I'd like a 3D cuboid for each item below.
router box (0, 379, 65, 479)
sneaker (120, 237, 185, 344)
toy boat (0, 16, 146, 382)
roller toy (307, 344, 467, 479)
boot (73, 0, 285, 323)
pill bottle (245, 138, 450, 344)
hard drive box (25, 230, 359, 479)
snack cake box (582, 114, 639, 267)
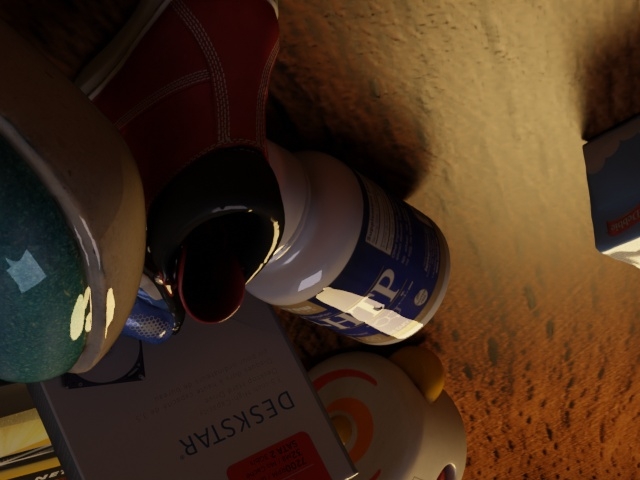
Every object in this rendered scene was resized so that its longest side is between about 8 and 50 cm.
[{"bbox_3d":[-0.283,0.145,0.856,0.308,0.081,0.243,-10,150,-36],"label":"router box"},{"bbox_3d":[-0.252,0.029,0.637,0.329,0.147,0.130,11,-175,-4],"label":"sneaker"},{"bbox_3d":[-0.196,-0.075,0.415,0.267,0.148,0.318,34,142,17],"label":"toy boat"},{"bbox_3d":[0.054,0.225,1.097,0.209,0.191,0.146,-17,151,30],"label":"roller toy"},{"bbox_3d":[-0.091,-0.023,0.562,0.088,0.176,0.244,5,157,-26],"label":"boot"},{"bbox_3d":[0.000,0.000,0.697,0.112,0.112,0.186,-19,150,33],"label":"pill bottle"},{"bbox_3d":[-0.110,0.115,0.733,0.181,0.232,0.089,-22,165,-25],"label":"hard drive box"},{"bbox_3d":[0.319,-0.057,0.621,0.152,0.089,0.264,18,149,-33],"label":"snack cake box"}]
